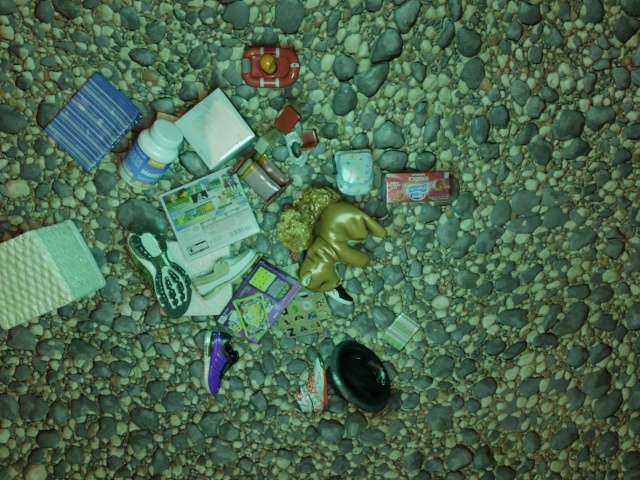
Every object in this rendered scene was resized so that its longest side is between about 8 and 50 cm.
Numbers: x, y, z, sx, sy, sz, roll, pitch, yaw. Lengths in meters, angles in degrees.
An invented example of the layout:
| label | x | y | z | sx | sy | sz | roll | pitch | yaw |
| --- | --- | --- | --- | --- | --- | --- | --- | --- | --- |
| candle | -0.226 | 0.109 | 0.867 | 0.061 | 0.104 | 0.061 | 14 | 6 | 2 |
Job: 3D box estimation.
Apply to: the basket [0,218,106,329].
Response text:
| label | x | y | z | sx | sy | sz | roll | pitch | yaw |
| --- | --- | --- | --- | --- | --- | --- | --- | --- | --- |
| basket | -1.122 | 0.135 | 1.600 | 0.329 | 0.266 | 0.331 | -23 | 101 | 1 |

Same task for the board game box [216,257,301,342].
| label | x | y | z | sx | sy | sz | roll | pitch | yaw |
| --- | --- | --- | --- | --- | --- | --- | --- | --- | --- |
| board game box | -0.260 | 0.259 | 1.696 | 0.208 | 0.056 | 0.346 | 35 | 107 | -11 |

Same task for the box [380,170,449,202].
| label | x | y | z | sx | sy | sz | roll | pitch | yaw |
| --- | --- | --- | --- | --- | --- | --- | --- | --- | --- |
| box | 0.385 | -0.220 | 1.652 | 0.257 | 0.128 | 0.122 | -2 | 100 | -2 |

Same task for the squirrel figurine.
| label | x | y | z | sx | sy | sz | roll | pitch | yaw |
| --- | --- | --- | --- | --- | --- | --- | --- | --- | --- |
| squirrel figurine | 0.000 | 0.000 | 1.565 | 0.397 | 0.281 | 0.370 | 36 | 94 | -19 |

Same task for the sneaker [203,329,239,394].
| label | x | y | z | sx | sy | sz | roll | pitch | yaw |
| --- | --- | --- | --- | --- | --- | --- | --- | --- | --- |
| sneaker | -0.433 | 0.543 | 1.772 | 0.146 | 0.102 | 0.292 | 1 | 100 | -3 |

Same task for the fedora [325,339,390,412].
| label | x | y | z | sx | sy | sz | roll | pitch | yaw |
| --- | --- | --- | --- | --- | --- | --- | --- | --- | --- |
| fedora | 0.142 | 0.607 | 1.749 | 0.334 | 0.334 | 0.152 | 41 | 126 | -8 |

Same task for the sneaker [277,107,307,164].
| label | x | y | z | sx | sy | sz | roll | pitch | yaw |
| --- | --- | --- | --- | --- | --- | --- | --- | --- | --- |
| sneaker | -0.108 | -0.419 | 1.608 | 0.091 | 0.115 | 0.232 | -22 | 100 | 2 |

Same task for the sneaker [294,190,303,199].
| label | x | y | z | sx | sy | sz | roll | pitch | yaw |
| --- | --- | --- | --- | --- | --- | --- | --- | --- | --- |
| sneaker | -0.042 | -0.181 | 1.675 | 0.135 | 0.070 | 0.050 | 4 | 102 | -1 |

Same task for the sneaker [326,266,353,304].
| label | x | y | z | sx | sy | sz | roll | pitch | yaw |
| --- | --- | --- | --- | --- | --- | --- | --- | --- | --- |
| sneaker | 0.068 | 0.182 | 1.736 | 0.217 | 0.079 | 0.121 | 30 | 99 | -5 |

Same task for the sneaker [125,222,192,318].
| label | x | y | z | sx | sy | sz | roll | pitch | yaw |
| --- | --- | --- | --- | --- | --- | --- | --- | --- | --- |
| sneaker | -0.670 | 0.131 | 1.647 | 0.182 | 0.158 | 0.409 | -16 | 99 | 45 |

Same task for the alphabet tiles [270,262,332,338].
| label | x | y | z | sx | sy | sz | roll | pitch | yaw |
| --- | --- | --- | --- | --- | --- | --- | --- | --- | --- |
| alphabet tiles | -0.119 | 0.267 | 1.740 | 0.286 | 0.011 | 0.342 | -16 | 109 | 12 |

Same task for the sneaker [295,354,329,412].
| label | x | y | z | sx | sy | sz | roll | pitch | yaw |
| --- | --- | --- | --- | --- | --- | --- | --- | --- | --- |
| sneaker | -0.044 | 0.654 | 1.809 | 0.145 | 0.090 | 0.269 | -6 | 103 | -3 |

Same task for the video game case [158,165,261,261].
| label | x | y | z | sx | sy | sz | roll | pitch | yaw |
| --- | --- | --- | --- | --- | --- | --- | --- | --- | --- |
| video game case | -0.455 | -0.110 | 1.661 | 0.329 | 0.036 | 0.299 | -23 | 91 | -1 |

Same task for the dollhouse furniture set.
| label | x | y | z | sx | sy | sz | roll | pitch | yaw |
| --- | --- | --- | --- | --- | --- | --- | --- | --- | --- |
| dollhouse furniture set | -0.159 | -0.314 | 1.523 | 0.201 | 0.152 | 0.374 | 44 | 130 | -7 |

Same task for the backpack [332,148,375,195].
| label | x | y | z | sx | sy | sz | roll | pitch | yaw |
| --- | --- | --- | --- | --- | --- | --- | --- | --- | --- |
| backpack | 0.136 | -0.272 | 1.630 | 0.166 | 0.144 | 0.188 | -5 | 103 | -6 |

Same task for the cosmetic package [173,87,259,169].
| label | x | y | z | sx | sy | sz | roll | pitch | yaw |
| --- | --- | --- | --- | --- | --- | --- | --- | --- | --- |
| cosmetic package | -0.405 | -0.433 | 1.587 | 0.225 | 0.138 | 0.224 | -37 | 99 | 6 |

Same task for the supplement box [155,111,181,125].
| label | x | y | z | sx | sy | sz | roll | pitch | yaw |
| --- | --- | --- | --- | --- | --- | --- | --- | --- | --- |
| supplement box | -0.610 | -0.475 | 1.623 | 0.099 | 0.036 | 0.062 | 16 | 99 | -4 |

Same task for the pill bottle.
| label | x | y | z | sx | sy | sz | roll | pitch | yaw |
| --- | --- | --- | --- | --- | --- | --- | --- | --- | --- |
| pill bottle | -0.644 | -0.330 | 1.539 | 0.272 | 0.152 | 0.152 | -37 | 100 | 32 |

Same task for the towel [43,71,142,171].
| label | x | y | z | sx | sy | sz | roll | pitch | yaw |
| --- | --- | --- | --- | --- | --- | --- | --- | --- | --- |
| towel | -0.914 | -0.475 | 1.613 | 0.336 | 0.040 | 0.243 | -44 | 97 | 6 |

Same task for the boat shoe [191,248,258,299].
| label | x | y | z | sx | sy | sz | roll | pitch | yaw |
| --- | --- | --- | --- | --- | --- | --- | --- | --- | --- |
| boat shoe | -0.394 | 0.121 | 1.643 | 0.302 | 0.113 | 0.103 | -37 | 105 | 5 |

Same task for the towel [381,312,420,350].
| label | x | y | z | sx | sy | sz | roll | pitch | yaw |
| --- | --- | --- | --- | --- | --- | --- | --- | --- | --- |
| towel | 0.362 | 0.411 | 1.818 | 0.113 | 0.023 | 0.152 | 37 | 99 | -5 |

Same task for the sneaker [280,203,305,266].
| label | x | y | z | sx | sy | sz | roll | pitch | yaw |
| --- | --- | --- | --- | --- | --- | --- | --- | --- | --- |
| sneaker | -0.083 | -0.025 | 1.686 | 0.135 | 0.097 | 0.275 | -8 | 100 | -1 |

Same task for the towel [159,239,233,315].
| label | x | y | z | sx | sy | sz | roll | pitch | yaw |
| --- | --- | --- | --- | --- | --- | --- | --- | --- | --- |
| towel | -0.538 | 0.161 | 1.728 | 0.318 | 0.053 | 0.331 | 0 | 100 | -3 |

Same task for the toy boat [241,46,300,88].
| label | x | y | z | sx | sy | sz | roll | pitch | yaw |
| --- | --- | --- | --- | --- | --- | --- | --- | --- | --- |
| toy boat | -0.195 | -0.672 | 1.544 | 0.232 | 0.151 | 0.150 | 0 | 100 | -2 |
